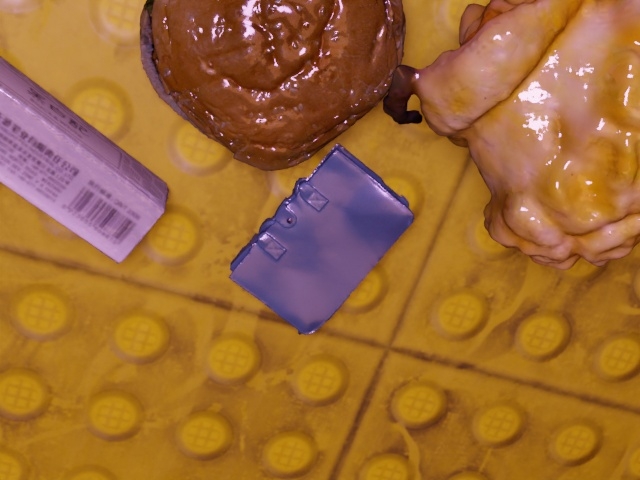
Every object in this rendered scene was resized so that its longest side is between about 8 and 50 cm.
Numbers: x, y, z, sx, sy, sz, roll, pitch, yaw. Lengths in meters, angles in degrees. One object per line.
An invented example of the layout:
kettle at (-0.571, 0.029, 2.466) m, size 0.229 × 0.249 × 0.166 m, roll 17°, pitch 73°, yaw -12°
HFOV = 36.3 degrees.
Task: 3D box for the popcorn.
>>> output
popcorn at (0.245, -0.142, 1.073) m, size 0.381 × 0.349 × 0.349 m, roll 5°, pitch 113°, yaw -17°

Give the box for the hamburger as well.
hamburger at (-0.053, -0.222, 1.094) m, size 0.285 × 0.134 × 0.265 m, roll -42°, pitch 114°, yaw 9°

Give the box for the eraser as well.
eraser at (-0.362, -0.135, 1.112) m, size 0.404 × 0.096 × 0.098 m, roll 38°, pitch 105°, yaw -20°

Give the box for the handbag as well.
handbag at (0.000, 0.000, 1.248) m, size 0.144 × 0.057 × 0.221 m, roll 37°, pitch 106°, yaw -13°
